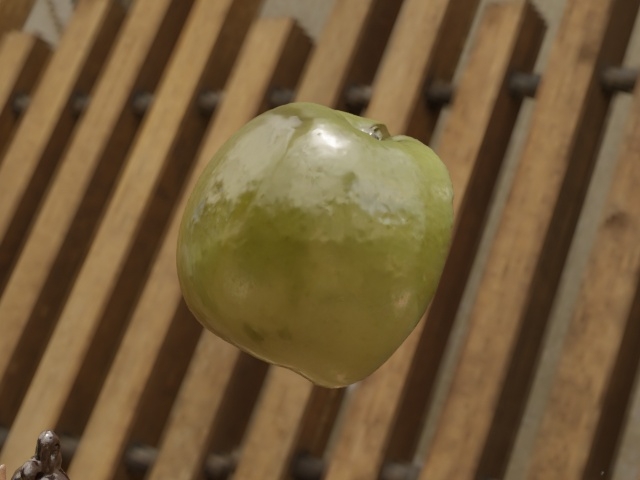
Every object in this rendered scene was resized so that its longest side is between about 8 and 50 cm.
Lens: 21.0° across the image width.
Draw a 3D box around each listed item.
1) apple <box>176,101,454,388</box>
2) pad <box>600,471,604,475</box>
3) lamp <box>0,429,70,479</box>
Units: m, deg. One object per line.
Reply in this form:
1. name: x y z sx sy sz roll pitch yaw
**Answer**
1. apple: -0.020 -0.007 1.732 0.233 0.257 0.295 18 9 -14
2. pad: 0.181 0.298 1.231 0.250 0.323 0.055 7 -34 40
3. lamp: -0.178 0.217 1.040 0.118 0.118 0.253 8 -50 26
